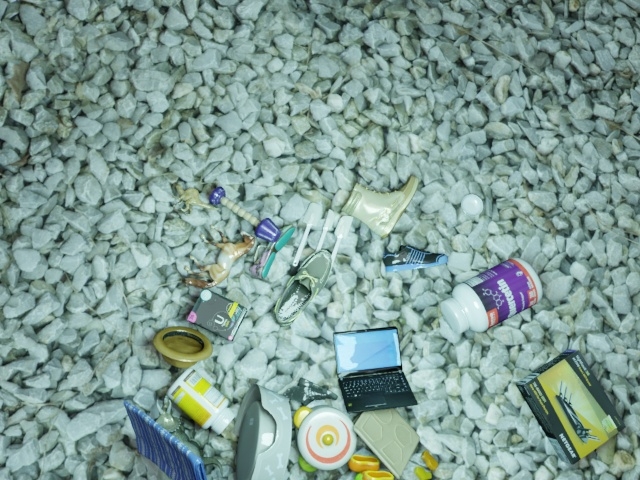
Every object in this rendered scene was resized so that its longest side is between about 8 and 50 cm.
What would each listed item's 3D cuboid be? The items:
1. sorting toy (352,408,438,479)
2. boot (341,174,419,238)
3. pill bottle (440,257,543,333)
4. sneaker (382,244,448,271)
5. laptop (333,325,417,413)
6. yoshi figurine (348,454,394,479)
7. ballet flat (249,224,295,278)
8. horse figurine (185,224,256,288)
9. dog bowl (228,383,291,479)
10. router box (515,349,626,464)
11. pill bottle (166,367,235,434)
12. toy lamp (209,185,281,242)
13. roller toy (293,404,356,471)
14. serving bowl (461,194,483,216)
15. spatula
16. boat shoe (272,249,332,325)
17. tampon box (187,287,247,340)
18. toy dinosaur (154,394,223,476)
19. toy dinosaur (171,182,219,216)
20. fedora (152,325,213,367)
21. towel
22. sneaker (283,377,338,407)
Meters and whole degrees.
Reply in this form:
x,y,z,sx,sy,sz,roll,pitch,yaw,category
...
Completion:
x,y,z,sx,sy,sz,roll,pitch,yaw,category
0.245,0.662,1.847,0.307,0.229,0.041,48,122,3,sorting toy
0.215,-0.163,2.043,0.203,0.095,0.262,33,81,1,boot
0.586,0.198,1.971,0.323,0.181,0.181,-25,83,-11,pill bottle
0.336,0.055,2.019,0.232,0.081,0.090,-7,87,-7,sneaker
0.177,0.425,1.899,0.234,0.264,0.137,-5,116,-7,laptop
0.098,0.870,1.773,0.203,0.203,0.362,13,96,24,yoshi figurine
-0.175,0.026,1.973,0.079,0.077,0.221,27,77,19,ballet flat
-0.351,0.064,1.943,0.174,0.066,0.263,28,75,5,horse figurine
-0.184,0.617,1.726,0.102,0.349,0.349,15,77,-18,dog bowl
0.868,0.573,1.984,0.243,0.081,0.309,-29,84,-12,router box
-0.378,0.517,1.824,0.215,0.117,0.117,41,77,2,pill bottle
-0.254,-0.084,1.947,0.274,0.080,0.080,35,77,17,toy lamp
0.015,0.629,1.836,0.191,0.146,0.209,-9,80,-9,roller toy
0.556,-0.127,2.108,0.083,0.027,0.083,1,79,-6,serving bowl
0.000,0.000,2.024,0.168,0.019,0.242,21,81,-4,spatula
-0.055,0.160,1.940,0.109,0.091,0.305,36,80,1,boat shoe
-0.338,0.247,1.889,0.161,0.101,0.120,25,77,-1,tampon box
-0.431,0.638,1.773,0.121,0.160,0.313,-36,84,-12,toy dinosaur
-0.448,-0.134,1.974,0.183,0.053,0.093,32,76,0,toy dinosaur
-0.449,0.356,1.847,0.194,0.194,0.079,19,112,-3,fedora
-0.451,0.633,1.674,0.336,0.243,0.040,24,42,31,towel
-0.034,0.519,1.903,0.170,0.051,0.089,25,77,3,sneaker
